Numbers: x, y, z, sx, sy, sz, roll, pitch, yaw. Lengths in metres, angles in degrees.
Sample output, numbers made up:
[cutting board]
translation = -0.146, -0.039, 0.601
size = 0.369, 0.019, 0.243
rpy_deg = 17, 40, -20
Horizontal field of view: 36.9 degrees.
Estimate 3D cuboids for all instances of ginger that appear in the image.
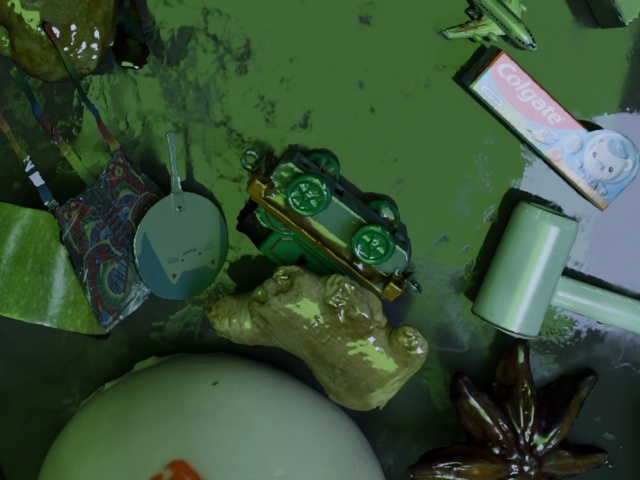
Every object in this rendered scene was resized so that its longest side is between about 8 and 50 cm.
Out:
[ginger]
translation = -0.002, 0.082, 0.927
size = 0.213, 0.074, 0.137
rpy_deg = 29, 122, 6

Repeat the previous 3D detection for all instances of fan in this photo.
[fan]
translation = -0.143, -0.024, 0.970
size = 0.113, 0.005, 0.175
rpy_deg = -17, 110, -38

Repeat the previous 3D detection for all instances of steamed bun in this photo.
[steamed bun]
translation = -0.111, 0.305, 0.965
size = 0.375, 0.241, 0.374
rpy_deg = 0, 105, -1

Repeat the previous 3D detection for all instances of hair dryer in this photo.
[hair dryer]
translation = 0.288, 0.056, 0.985
size = 0.237, 0.073, 0.131
rpy_deg = 20, 101, -6

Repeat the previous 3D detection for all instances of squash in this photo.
[squash]
translation = -0.283, 0.028, 0.952
size = 0.170, 0.170, 0.122
rpy_deg = 12, 90, -1

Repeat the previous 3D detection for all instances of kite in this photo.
[kite]
translation = -0.218, -0.059, 0.898
size = 0.015, 0.152, 0.285
rpy_deg = 5, 134, 34

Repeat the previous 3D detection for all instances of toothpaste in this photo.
[toothpaste]
translation = 0.231, -0.118, 0.945
size = 0.193, 0.044, 0.070
rpy_deg = 39, 101, -16

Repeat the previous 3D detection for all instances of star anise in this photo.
[star anise]
translation = 0.189, 0.230, 1.010
size = 0.272, 0.102, 0.271
rpy_deg = -2, 93, -27

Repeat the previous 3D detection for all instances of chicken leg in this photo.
[chicken leg]
translation = -0.271, -0.327, 0.880
size = 0.212, 0.140, 0.360
rpy_deg = -8, 103, -18

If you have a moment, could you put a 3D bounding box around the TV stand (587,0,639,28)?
[TV stand]
translation = 0.246, -0.334, 0.888
size = 0.083, 0.088, 0.269
rpy_deg = -28, 100, 6

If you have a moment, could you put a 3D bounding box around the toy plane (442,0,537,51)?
[toy plane]
translation = 0.172, -0.226, 0.939
size = 0.111, 0.040, 0.102
rpy_deg = 43, 102, -8

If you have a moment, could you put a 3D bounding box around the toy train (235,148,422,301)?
[toy train]
translation = 0.000, 0.000, 0.969
size = 0.228, 0.091, 0.136
rpy_deg = 36, 111, -6
